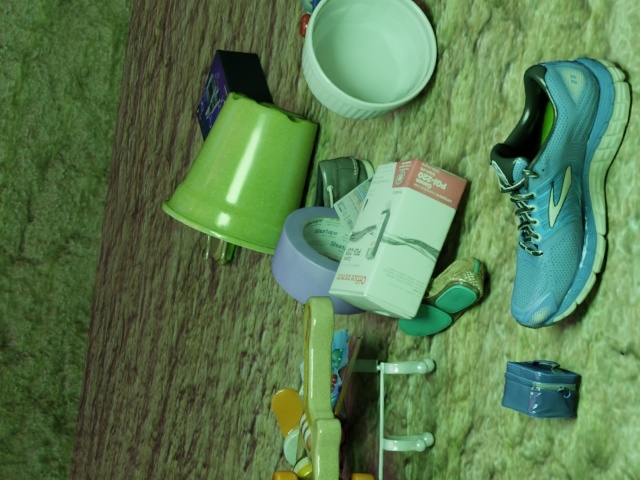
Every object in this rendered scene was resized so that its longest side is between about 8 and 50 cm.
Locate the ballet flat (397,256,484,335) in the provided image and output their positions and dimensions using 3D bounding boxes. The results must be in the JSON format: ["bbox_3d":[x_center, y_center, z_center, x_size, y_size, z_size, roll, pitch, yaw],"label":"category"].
[{"bbox_3d":[0.179,0.080,1.689,0.206,0.073,0.067,-38,24,56],"label":"ballet flat"}]

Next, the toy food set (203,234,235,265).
[{"bbox_3d":[-0.218,-0.008,2.654,0.192,0.038,0.132,179,102,-72],"label":"toy food set"}]

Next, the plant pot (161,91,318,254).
[{"bbox_3d":[-0.130,-0.136,2.222,0.276,0.276,0.254,38,109,63],"label":"plant pot"}]

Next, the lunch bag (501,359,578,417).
[{"bbox_3d":[0.270,0.179,1.434,0.098,0.067,0.065,-172,87,-66],"label":"lunch bag"}]

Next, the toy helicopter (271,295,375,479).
[{"bbox_3d":[-0.006,0.260,1.711,0.235,0.140,0.355,130,143,-76],"label":"toy helicopter"}]

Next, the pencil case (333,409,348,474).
[{"bbox_3d":[-0.007,0.370,1.930,0.095,0.098,0.209,-32,28,28],"label":"pencil case"}]

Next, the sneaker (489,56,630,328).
[{"bbox_3d":[0.260,-0.058,1.401,0.130,0.147,0.330,-157,72,-66],"label":"sneaker"}]

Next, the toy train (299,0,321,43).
[{"bbox_3d":[0.004,-0.368,2.122,0.143,0.105,0.248,158,114,-76],"label":"toy train"}]

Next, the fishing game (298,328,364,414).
[{"bbox_3d":[-0.002,0.229,1.907,0.264,0.041,0.189,161,130,-74],"label":"fishing game"}]

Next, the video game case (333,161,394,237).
[{"bbox_3d":[0.083,-0.066,1.894,0.122,0.011,0.087,-37,40,10],"label":"video game case"}]

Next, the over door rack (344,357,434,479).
[{"bbox_3d":[0.108,0.296,1.769,0.324,0.108,0.240,151,122,-79],"label":"over door rack"}]

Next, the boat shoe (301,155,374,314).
[{"bbox_3d":[0.000,0.000,2.058,0.112,0.095,0.335,-121,41,-53],"label":"boat shoe"}]

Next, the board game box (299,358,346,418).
[{"bbox_3d":[0.002,0.268,2.092,0.103,0.026,0.154,125,142,-50],"label":"board game box"}]

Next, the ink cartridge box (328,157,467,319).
[{"bbox_3d":[0.111,-0.002,1.720,0.218,0.092,0.158,-70,17,-7],"label":"ink cartridge box"}]

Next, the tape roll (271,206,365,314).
[{"bbox_3d":[0.021,0.030,1.887,0.189,0.189,0.080,-115,37,-48],"label":"tape roll"}]

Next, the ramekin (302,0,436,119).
[{"bbox_3d":[0.068,-0.288,1.829,0.109,0.207,0.207,136,134,-69],"label":"ramekin"}]

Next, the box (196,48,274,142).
[{"bbox_3d":[-0.181,-0.259,2.523,0.261,0.103,0.184,-109,30,-42],"label":"box"}]
